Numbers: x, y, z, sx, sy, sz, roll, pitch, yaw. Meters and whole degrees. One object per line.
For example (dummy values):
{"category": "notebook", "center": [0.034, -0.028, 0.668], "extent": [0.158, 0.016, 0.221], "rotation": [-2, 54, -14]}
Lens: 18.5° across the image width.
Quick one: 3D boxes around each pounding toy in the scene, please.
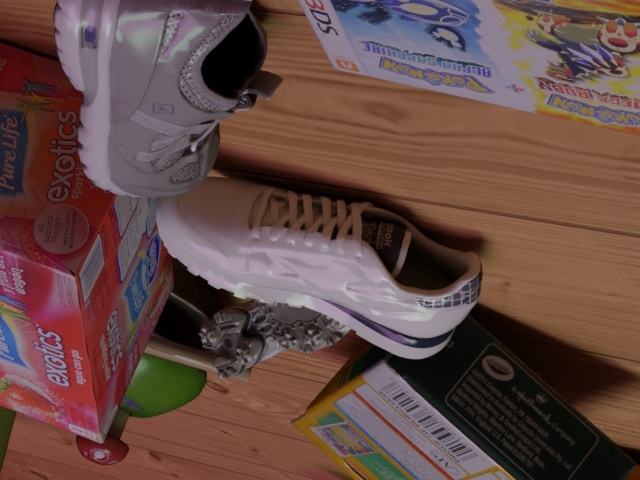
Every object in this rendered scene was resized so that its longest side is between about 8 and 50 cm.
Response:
{"category": "pounding toy", "center": [-0.195, 0.137, 1.789], "extent": [0.183, 0.110, 0.237], "rotation": [27, 162, -21]}

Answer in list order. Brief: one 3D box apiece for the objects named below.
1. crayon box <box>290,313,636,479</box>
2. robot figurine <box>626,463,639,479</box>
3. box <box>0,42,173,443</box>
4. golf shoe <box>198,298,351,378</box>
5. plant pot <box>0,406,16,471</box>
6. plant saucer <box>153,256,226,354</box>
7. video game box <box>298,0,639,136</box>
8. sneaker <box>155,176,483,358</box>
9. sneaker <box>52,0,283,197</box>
{"category": "crayon box", "center": [0.107, 0.165, 1.636], "extent": [0.203, 0.083, 0.323], "rotation": [42, 160, -2]}
{"category": "robot figurine", "center": [0.216, 0.242, 1.830], "extent": [0.291, 0.085, 0.211], "rotation": [4, 155, 42]}
{"category": "box", "center": [-0.200, 0.007, 1.427], "extent": [0.142, 0.154, 0.300], "rotation": [20, 154, 8]}
{"category": "golf shoe", "center": [-0.019, 0.057, 1.616], "extent": [0.176, 0.069, 0.086], "rotation": [-19, -177, 43]}
{"category": "plant pot", "center": [-0.395, 0.131, 1.920], "extent": [0.276, 0.254, 0.276], "rotation": [20, 163, 6]}
{"category": "plant saucer", "center": [-0.212, 0.029, 1.746], "extent": [0.311, 0.050, 0.310], "rotation": [20, 163, 6]}
{"category": "video game box", "center": [0.080, -0.123, 0.960], "extent": [0.205, 0.048, 0.187], "rotation": [14, 164, 21]}
{"category": "sneaker", "center": [0.000, 0.000, 1.387], "extent": [0.235, 0.090, 0.095], "rotation": [19, 150, -4]}
{"category": "sneaker", "center": [-0.080, -0.087, 1.154], "extent": [0.115, 0.105, 0.281], "rotation": [13, 165, 7]}
